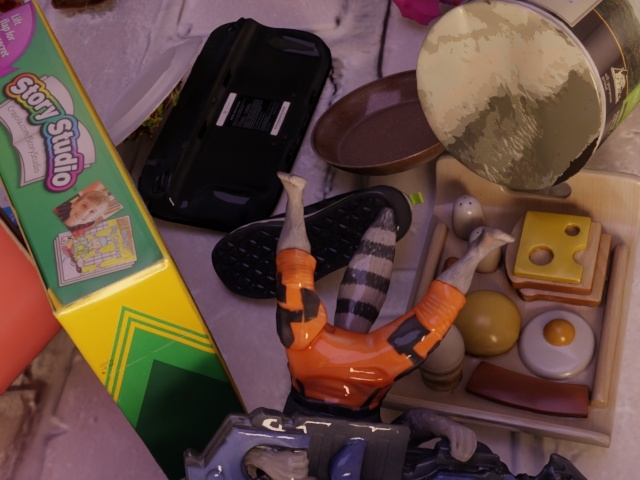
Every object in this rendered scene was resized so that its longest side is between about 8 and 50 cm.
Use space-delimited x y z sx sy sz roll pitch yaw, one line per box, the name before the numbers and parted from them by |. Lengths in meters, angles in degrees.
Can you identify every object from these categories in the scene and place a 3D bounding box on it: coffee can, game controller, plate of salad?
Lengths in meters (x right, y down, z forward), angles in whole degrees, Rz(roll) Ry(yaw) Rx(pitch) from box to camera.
coffee can | 0.255 -0.206 1.077 0.201 0.202 0.275 24 46 28
game controller | -0.098 -0.146 1.256 0.166 0.067 0.319 16 57 6
plate of salad | -0.206 -0.167 1.254 0.200 0.048 0.200 -38 24 20

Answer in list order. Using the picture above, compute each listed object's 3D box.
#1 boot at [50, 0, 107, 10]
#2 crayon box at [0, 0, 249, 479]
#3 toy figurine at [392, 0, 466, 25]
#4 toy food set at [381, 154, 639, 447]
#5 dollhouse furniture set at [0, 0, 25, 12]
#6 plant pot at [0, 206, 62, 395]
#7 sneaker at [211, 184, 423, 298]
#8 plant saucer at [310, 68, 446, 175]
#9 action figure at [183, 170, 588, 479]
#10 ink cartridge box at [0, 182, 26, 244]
boot | -0.298 -0.403 1.484 0.197 0.073 0.152 -17 49 15
crayon box | -0.208 0.003 0.987 0.106 0.313 0.363 -28 53 -8
toy figurine | 0.154 -0.348 1.332 0.173 0.130 0.159 13 68 -7
toy food set | 0.188 0.047 1.010 0.219 0.092 0.306 7 56 18
dollhouse furniture set | -0.530 -0.274 1.424 0.262 0.135 0.259 20 71 26
plant pot | -0.393 0.066 1.004 0.243 0.275 0.275 -38 54 -10
sneaker | 0.000 0.000 1.113 0.234 0.084 0.097 -16 7 16
plant saucer | 0.087 -0.129 1.178 0.198 0.036 0.199 -15 34 10
action figure | 0.065 0.139 0.890 0.341 0.178 0.330 15 90 -10
ink cartridge box | -0.404 -0.035 1.216 0.190 0.082 0.140 12 57 19
